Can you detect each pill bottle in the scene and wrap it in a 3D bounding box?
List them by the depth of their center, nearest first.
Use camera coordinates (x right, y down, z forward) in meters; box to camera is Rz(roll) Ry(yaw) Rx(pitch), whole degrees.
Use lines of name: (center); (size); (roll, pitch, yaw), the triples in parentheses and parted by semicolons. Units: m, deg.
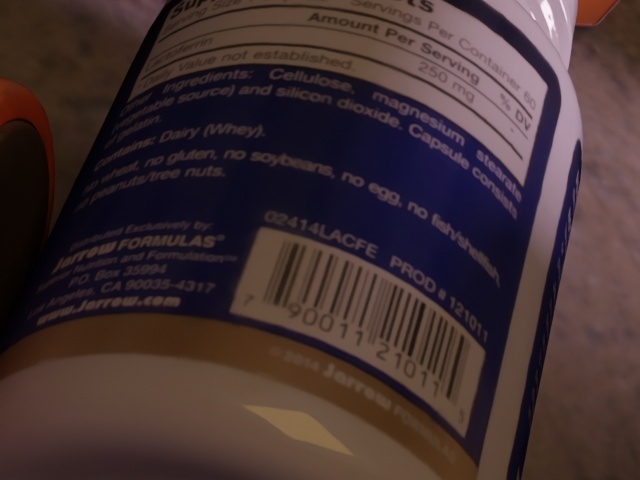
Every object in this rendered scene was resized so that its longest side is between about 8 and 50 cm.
pill bottle: (0.000, 0.000, 0.554); (0.153, 0.153, 0.265); (28, 48, -10)

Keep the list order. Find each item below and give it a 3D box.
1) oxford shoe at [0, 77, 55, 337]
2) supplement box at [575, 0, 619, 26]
oxford shoe: (-0.199, 0.084, 0.430); (0.132, 0.130, 0.364); (17, 47, 12)
supplement box: (0.027, -0.144, 0.722); (0.233, 0.080, 0.078); (2, 57, -30)
